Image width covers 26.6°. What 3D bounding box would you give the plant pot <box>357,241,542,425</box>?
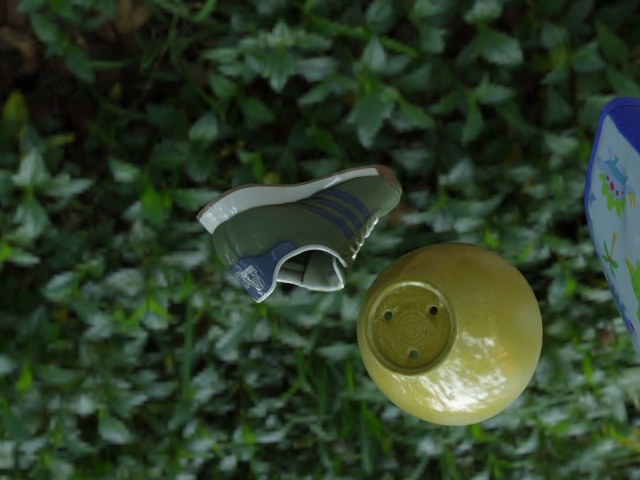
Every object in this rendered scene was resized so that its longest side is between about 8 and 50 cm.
[{"bbox_3d":[0.078,0.063,0.949,0.134,0.134,0.095,-23,165,20],"label":"plant pot"}]

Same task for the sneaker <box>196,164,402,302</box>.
[{"bbox_3d":[0.000,0.000,1.010,0.192,0.086,0.064,-11,156,-44],"label":"sneaker"}]

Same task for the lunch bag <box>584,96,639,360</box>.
[{"bbox_3d":[0.178,0.020,0.602,0.096,0.129,0.151,-32,133,9],"label":"lunch bag"}]
